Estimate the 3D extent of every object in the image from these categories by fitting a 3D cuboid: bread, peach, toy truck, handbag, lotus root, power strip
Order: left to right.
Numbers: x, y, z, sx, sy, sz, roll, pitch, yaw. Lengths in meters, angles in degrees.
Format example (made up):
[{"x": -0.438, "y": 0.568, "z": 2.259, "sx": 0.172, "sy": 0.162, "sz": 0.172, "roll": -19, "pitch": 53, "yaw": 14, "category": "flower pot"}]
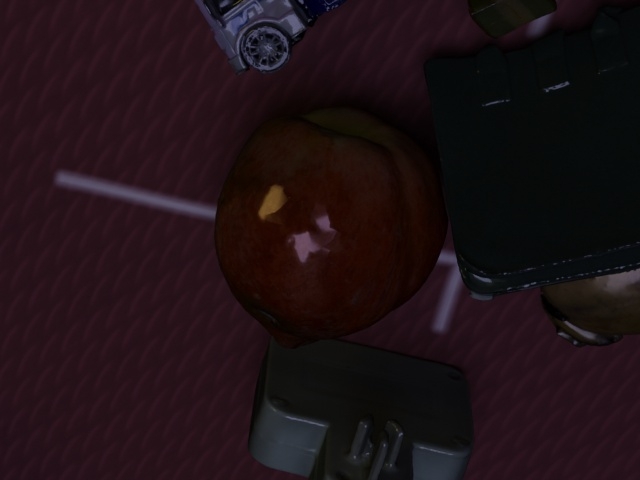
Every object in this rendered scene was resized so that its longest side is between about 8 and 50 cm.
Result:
[{"x": -0.002, "y": -0.282, "z": 1.339, "sx": 0.268, "sy": 0.124, "sz": 0.155, "roll": -33, "pitch": 105, "yaw": 16, "category": "toy truck"}, {"x": 0.000, "y": 0.000, "z": 1.431, "sx": 0.232, "sy": 0.232, "sz": 0.257, "roll": 9, "pitch": 109, "yaw": -2, "category": "peach"}, {"x": 0.047, "y": 0.194, "z": 1.511, "sx": 0.229, "sy": 0.261, "sz": 0.141, "roll": 14, "pitch": 119, "yaw": -5, "category": "power strip"}, {"x": 0.182, "y": -0.216, "z": 1.355, "sx": 0.074, "sy": 0.139, "sz": 0.084, "roll": -24, "pitch": 114, "yaw": 13, "category": "bread"}, {"x": 0.232, "y": -0.088, "z": 1.369, "sx": 0.247, "sy": 0.260, "sz": 0.079, "roll": -12, "pitch": 154, "yaw": 12, "category": "handbag"}, {"x": 0.363, "y": 0.001, "z": 1.442, "sx": 0.310, "sy": 0.183, "sz": 0.183, "roll": -14, "pitch": 117, "yaw": 4, "category": "lotus root"}]
